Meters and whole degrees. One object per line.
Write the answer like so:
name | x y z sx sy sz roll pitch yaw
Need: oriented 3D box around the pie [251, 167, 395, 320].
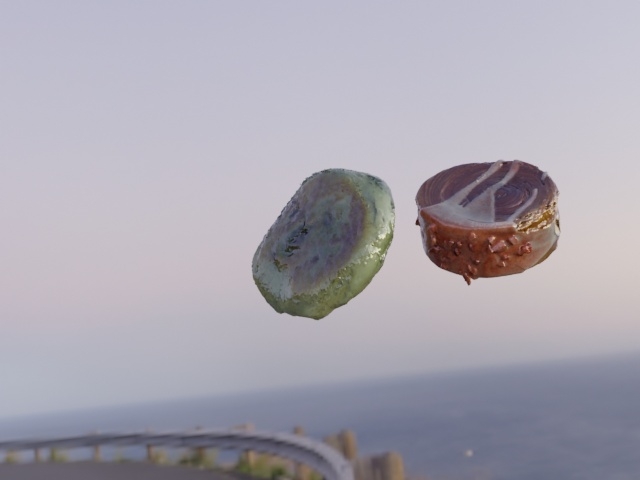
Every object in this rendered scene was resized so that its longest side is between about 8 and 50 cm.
pie | 0.000 0.000 1.346 0.187 0.186 0.041 -11 -34 38

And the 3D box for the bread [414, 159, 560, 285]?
bread | 0.181 -0.023 1.354 0.161 0.073 0.160 -4 33 3
